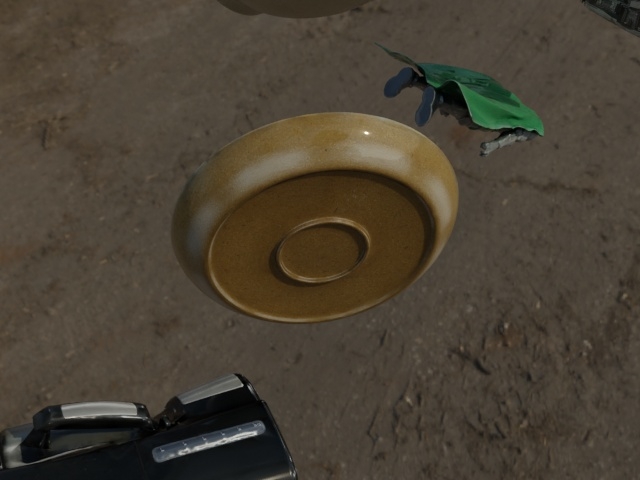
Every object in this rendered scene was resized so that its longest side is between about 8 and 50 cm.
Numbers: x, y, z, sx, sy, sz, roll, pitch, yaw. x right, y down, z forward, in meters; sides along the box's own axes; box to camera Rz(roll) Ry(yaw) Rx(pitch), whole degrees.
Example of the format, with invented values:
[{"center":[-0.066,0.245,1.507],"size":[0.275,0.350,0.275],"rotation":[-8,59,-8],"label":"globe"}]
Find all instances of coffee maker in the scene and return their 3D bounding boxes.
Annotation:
[{"center":[-0.110,0.180,0.469],"size":[0.178,0.120,0.171],"rotation":[-7,66,-26],"label":"coffee maker"}]

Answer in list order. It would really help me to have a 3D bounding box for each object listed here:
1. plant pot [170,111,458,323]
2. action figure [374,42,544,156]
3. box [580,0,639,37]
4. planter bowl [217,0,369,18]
[{"center":[0.000,0.000,0.588],"size":[0.236,0.236,0.032],"rotation":[-13,49,0],"label":"plant pot"},{"center":[0.163,-0.133,0.753],"size":[0.232,0.063,0.137],"rotation":[3,39,-46],"label":"action figure"},{"center":[0.340,-0.341,0.570],"size":[0.076,0.242,0.307],"rotation":[39,90,18],"label":"box"},{"center":[-0.028,-0.219,0.496],"size":[0.109,0.162,0.162],"rotation":[-18,31,37],"label":"planter bowl"}]
